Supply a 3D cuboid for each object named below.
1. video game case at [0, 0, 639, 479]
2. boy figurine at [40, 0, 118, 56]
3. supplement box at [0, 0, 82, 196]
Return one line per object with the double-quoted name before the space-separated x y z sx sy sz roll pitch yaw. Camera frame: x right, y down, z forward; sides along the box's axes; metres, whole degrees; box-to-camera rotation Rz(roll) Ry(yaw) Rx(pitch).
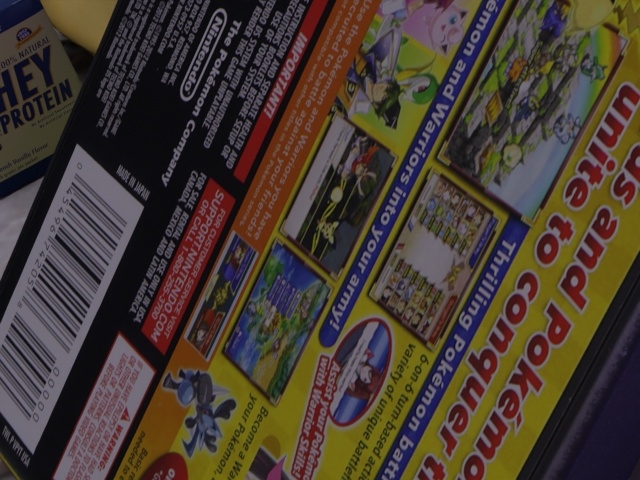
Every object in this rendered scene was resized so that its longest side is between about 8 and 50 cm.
"video game case" 0.000 0.000 0.487 0.248 0.035 0.275 41 111 43
"boy figurine" -0.043 -0.213 0.749 0.092 0.177 0.285 27 92 13
"supplement box" -0.145 -0.081 0.708 0.056 0.083 0.083 -30 44 -9
